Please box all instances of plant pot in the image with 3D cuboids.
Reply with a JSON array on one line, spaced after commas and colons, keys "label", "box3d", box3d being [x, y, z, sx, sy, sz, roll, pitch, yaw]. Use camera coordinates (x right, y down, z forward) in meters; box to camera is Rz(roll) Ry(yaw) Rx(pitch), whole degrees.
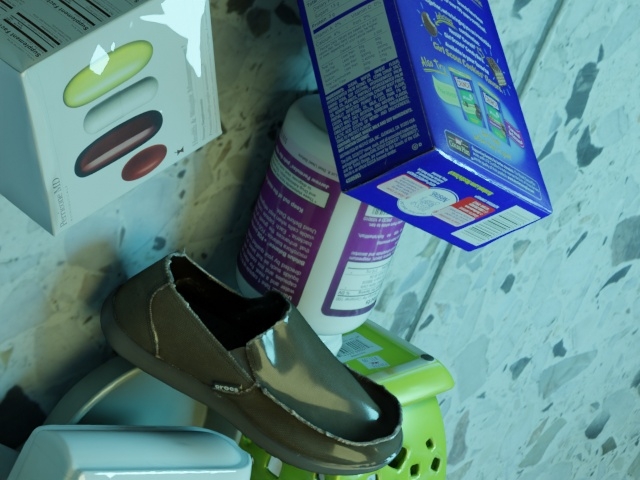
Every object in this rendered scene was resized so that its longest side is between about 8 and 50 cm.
[{"label": "plant pot", "box3d": [0.022, 0.220, 2.063, 0.228, 0.227, 0.207, -13, 123, -43]}]

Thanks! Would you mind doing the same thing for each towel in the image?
[{"label": "towel", "box3d": [-0.219, 0.200, 1.922, 0.144, 0.029, 0.197, 18, 105, -52]}]

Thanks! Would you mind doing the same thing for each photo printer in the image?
[{"label": "photo printer", "box3d": [-0.221, 0.323, 1.813, 0.307, 0.107, 0.256, 7, 114, -49]}]

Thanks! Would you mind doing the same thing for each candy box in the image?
[{"label": "candy box", "box3d": [0.099, -0.176, 1.711, 0.122, 0.317, 0.268, -24, 155, 26]}]

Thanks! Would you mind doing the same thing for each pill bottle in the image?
[{"label": "pill bottle", "box3d": [0.000, 0.000, 1.878, 0.169, 0.169, 0.302, -8, 126, -47]}]

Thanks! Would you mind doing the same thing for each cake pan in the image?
[{"label": "cake pan", "box3d": [-0.217, 0.242, 1.887, 0.293, 0.054, 0.293, -28, 136, -30]}]

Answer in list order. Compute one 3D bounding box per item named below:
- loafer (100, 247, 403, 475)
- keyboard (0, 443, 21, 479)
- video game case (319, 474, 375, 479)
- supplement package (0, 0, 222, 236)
[{"label": "loafer", "box3d": [-0.056, 0.132, 1.780, 0.130, 0.366, 0.134, -53, -163, 35]}, {"label": "keyboard", "box3d": [-0.382, 0.241, 1.775, 0.072, 0.014, 0.256, -57, 147, -4]}, {"label": "video game case", "box3d": [0.063, 0.352, 2.310, 0.183, 0.023, 0.201, -40, 131, -47]}, {"label": "supplement package", "box3d": [-0.217, -0.153, 1.494, 0.203, 0.149, 0.194, -35, 142, -28]}]
